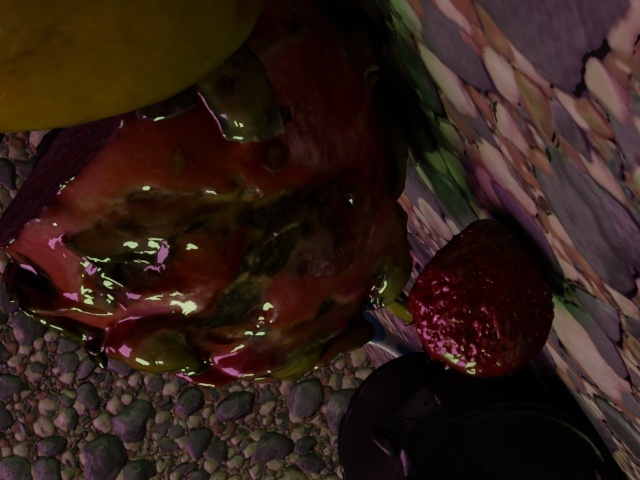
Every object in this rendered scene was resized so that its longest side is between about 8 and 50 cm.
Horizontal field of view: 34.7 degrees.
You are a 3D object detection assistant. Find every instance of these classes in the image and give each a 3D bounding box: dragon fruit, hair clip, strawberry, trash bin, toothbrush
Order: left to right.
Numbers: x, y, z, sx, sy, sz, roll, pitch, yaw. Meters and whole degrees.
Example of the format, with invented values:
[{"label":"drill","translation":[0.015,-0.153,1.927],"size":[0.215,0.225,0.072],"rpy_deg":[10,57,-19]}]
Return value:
[{"label":"dragon fruit","translation":[-0.046,-0.032,0.742],"size":[0.263,0.296,0.314],"rpy_deg":[41,-154,-20]},{"label":"toothbrush","translation":[0.045,0.098,1.164],"size":[0.386,0.040,0.040],"rpy_deg":[32,177,-6]},{"label":"hair clip","translation":[0.086,0.072,1.430],"size":[0.060,0.033,0.188],"rpy_deg":[57,175,-31]},{"label":"trash bin","translation":[0.139,0.223,0.975],"size":[0.252,0.203,0.301],"rpy_deg":[41,175,-6]},{"label":"strawberry","translation":[0.106,0.038,0.676],"size":[0.106,0.106,0.106],"rpy_deg":[54,175,7]}]

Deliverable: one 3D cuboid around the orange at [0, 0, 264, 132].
[{"label":"orange","translation":[-0.128,-0.183,0.467],"size":[0.235,0.279,0.279],"rpy_deg":[24,167,14]}]
